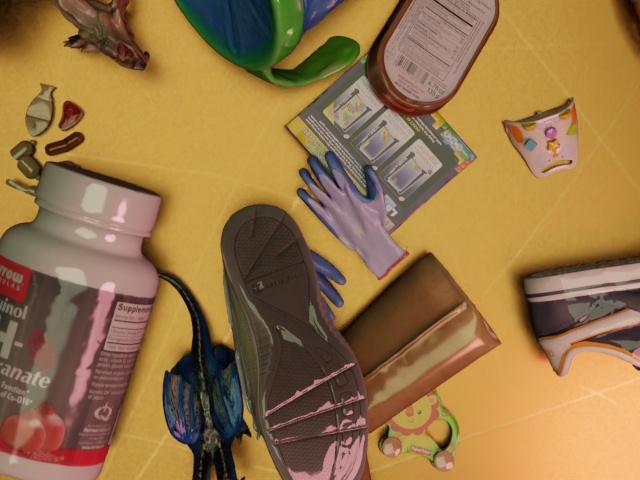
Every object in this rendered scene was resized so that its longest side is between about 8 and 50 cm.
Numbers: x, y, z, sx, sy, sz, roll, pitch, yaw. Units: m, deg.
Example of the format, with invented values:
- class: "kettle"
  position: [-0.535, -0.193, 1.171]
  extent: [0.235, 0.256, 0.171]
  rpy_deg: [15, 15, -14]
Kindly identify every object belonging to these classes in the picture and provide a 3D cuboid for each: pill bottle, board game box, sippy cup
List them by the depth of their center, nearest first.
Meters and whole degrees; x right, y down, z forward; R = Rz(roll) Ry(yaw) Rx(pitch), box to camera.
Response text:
- class: "sippy cup"
  position: [-0.030, -0.327, 1.392]
  extent: [0.224, 0.305, 0.240]
  rpy_deg: [-34, 74, -23]
- class: "pill bottle"
  position: [-0.276, 0.085, 1.439]
  extent: [0.176, 0.176, 0.318]
  rpy_deg: [17, 93, -3]
- class: "board game box"
  position: [0.066, -0.110, 1.502]
  extent: [0.141, 0.048, 0.170]
  rpy_deg: [-41, 94, 3]

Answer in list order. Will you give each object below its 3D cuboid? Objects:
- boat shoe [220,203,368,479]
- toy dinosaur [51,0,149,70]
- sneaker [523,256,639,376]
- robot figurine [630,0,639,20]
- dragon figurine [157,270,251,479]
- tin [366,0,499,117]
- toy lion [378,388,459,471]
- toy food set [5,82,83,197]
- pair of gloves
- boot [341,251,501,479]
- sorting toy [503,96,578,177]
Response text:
- class: "boat shoe"
  position: [-0.036, 0.122, 1.430]
  extent: [0.118, 0.103, 0.320]
  rpy_deg: [-18, 84, -16]
- class: "toy dinosaur"
  position: [-0.266, -0.319, 1.438]
  extent: [0.200, 0.127, 0.296]
  rpy_deg: [23, 62, -42]
- class: "sneaker"
  position: [0.394, 0.072, 1.489]
  extent: [0.321, 0.126, 0.127]
  rpy_deg: [-11, 90, 9]
- class: "robot figurine"
  position: [0.451, -0.239, 1.488]
  extent: [0.211, 0.085, 0.291]
  rpy_deg: [-30, 94, 1]
- class: "dragon figurine"
  position: [-0.125, 0.174, 1.466]
  extent: [0.085, 0.144, 0.289]
  rpy_deg: [-8, 94, -2]
- class: "tin"
  position: [0.126, -0.222, 1.474]
  extent: [0.106, 0.040, 0.190]
  rpy_deg: [34, 72, -13]
- class: "toy lion"
  position: [0.112, 0.206, 1.535]
  extent: [0.100, 0.034, 0.096]
  rpy_deg: [16, 86, -3]
- class: "toy food set"
  position: [-0.301, -0.107, 1.506]
  extent: [0.078, 0.019, 0.122]
  rpy_deg: [23, 85, -4]
- class: "pair of gloves"
  position: [0.000, 0.000, 1.491]
  extent: [0.198, 0.023, 0.159]
  rpy_deg: [-38, 95, 20]
- class: "boot"
  position: [0.084, 0.180, 1.477]
  extent: [0.269, 0.089, 0.236]
  rpy_deg: [-37, 74, 1]
- class: "sorting toy"
  position: [0.259, -0.110, 1.518]
  extent: [0.083, 0.045, 0.075]
  rpy_deg: [-19, 113, -1]
